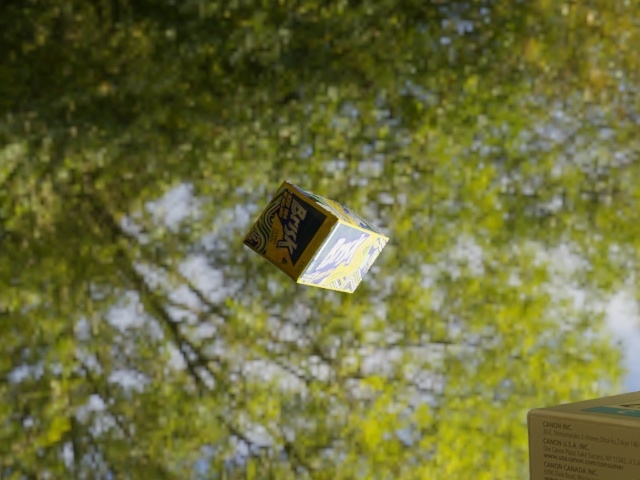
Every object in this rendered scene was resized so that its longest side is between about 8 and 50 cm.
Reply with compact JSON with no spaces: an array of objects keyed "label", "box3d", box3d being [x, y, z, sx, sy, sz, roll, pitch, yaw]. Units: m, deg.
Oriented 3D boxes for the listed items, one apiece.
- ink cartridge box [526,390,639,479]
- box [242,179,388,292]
[{"label":"ink cartridge box","box3d":[0.318,0.130,0.848,0.261,0.066,0.296,-3,-179,-35]},{"label":"box","box3d":[0.000,0.000,1.098,0.054,0.059,0.169,35,-175,16]}]
